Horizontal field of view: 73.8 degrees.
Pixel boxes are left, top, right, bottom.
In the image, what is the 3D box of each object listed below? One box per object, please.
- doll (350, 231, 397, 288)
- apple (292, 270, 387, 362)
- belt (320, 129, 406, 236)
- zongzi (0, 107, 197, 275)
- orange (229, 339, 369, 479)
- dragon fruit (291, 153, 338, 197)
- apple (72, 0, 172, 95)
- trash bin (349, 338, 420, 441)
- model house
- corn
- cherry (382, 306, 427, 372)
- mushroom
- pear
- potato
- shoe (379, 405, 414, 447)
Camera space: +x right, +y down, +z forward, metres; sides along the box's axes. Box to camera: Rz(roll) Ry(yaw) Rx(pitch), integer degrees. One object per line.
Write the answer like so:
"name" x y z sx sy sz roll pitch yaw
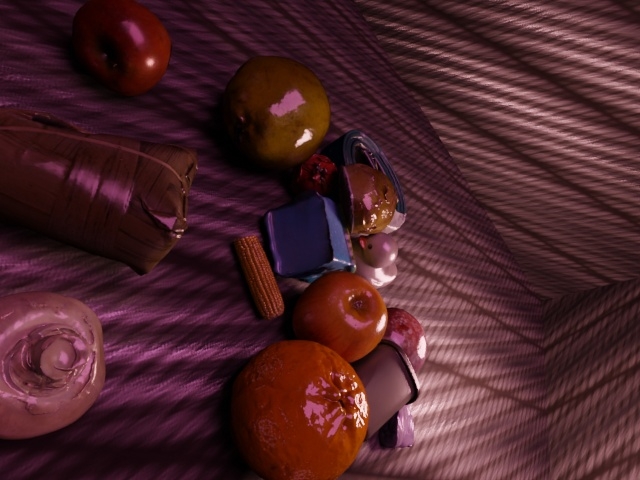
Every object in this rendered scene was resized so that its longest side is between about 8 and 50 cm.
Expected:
"doll" 0.208 0.063 1.583 0.251 0.221 0.221 41 43 -30
"apple" 0.062 0.228 1.266 0.285 0.233 0.286 13 57 -20
"belt" 0.173 -0.220 1.728 0.300 0.173 0.437 -35 95 -43
"zongzi" -0.525 -0.186 0.926 0.499 0.218 0.467 26 26 -25
"orange" -0.042 0.405 1.021 0.340 0.293 0.341 30 43 -33
"dragon fruit" -0.022 -0.214 1.486 0.172 0.172 0.209 52 -1 -17
"apple" -0.481 -0.487 1.054 0.229 0.229 0.230 27 52 -39
"trash bin" 0.132 0.457 1.281 0.250 0.219 0.220 -25 88 -46
"model house" 0.000 0.000 1.374 0.303 0.215 0.237 16 57 -56
"corn" -0.172 0.102 1.211 0.081 0.081 0.249 -15 82 -52
"cherry" 0.258 0.354 1.484 0.285 0.213 0.236 16 26 -46
"mushroom" -0.468 0.201 0.709 0.246 0.202 0.246 33 50 -49
"pear" -0.130 -0.404 1.348 0.352 0.351 0.413 57 28 -12
"potato" 0.168 -0.143 1.435 0.300 0.196 0.247 -111 -168 -87
"shoe" 0.275 0.593 1.478 0.137 0.095 0.245 35 50 -38
